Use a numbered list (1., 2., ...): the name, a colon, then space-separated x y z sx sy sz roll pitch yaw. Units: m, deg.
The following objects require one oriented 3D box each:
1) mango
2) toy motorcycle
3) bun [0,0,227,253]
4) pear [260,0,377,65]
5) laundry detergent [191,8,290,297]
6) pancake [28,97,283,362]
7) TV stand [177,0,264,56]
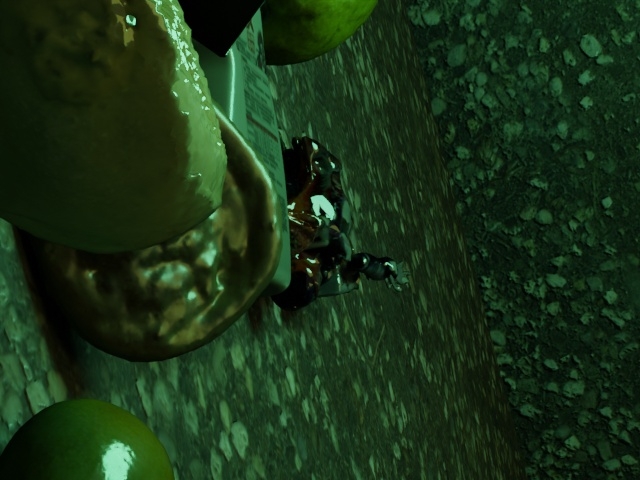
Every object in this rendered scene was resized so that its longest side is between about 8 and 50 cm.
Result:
1. mango: -0.169 0.213 0.991 0.251 0.114 0.156 -81 162 -55
2. toy motorcycle: 0.000 0.000 1.750 0.401 0.134 0.207 36 45 -66
3. bun: -0.199 -0.158 0.964 0.364 0.202 0.364 160 -90 -88
4. pear: -0.039 -0.320 1.621 0.307 0.252 0.253 -76 151 -51
5. laundry detergent: -0.121 -0.153 1.375 0.264 0.124 0.398 24 60 -67
6. pancake: -0.126 -0.020 1.195 0.241 0.050 0.242 0 89 -32
7. TV stand: -0.154 -0.269 1.161 0.269 0.088 0.083 36 47 -6
